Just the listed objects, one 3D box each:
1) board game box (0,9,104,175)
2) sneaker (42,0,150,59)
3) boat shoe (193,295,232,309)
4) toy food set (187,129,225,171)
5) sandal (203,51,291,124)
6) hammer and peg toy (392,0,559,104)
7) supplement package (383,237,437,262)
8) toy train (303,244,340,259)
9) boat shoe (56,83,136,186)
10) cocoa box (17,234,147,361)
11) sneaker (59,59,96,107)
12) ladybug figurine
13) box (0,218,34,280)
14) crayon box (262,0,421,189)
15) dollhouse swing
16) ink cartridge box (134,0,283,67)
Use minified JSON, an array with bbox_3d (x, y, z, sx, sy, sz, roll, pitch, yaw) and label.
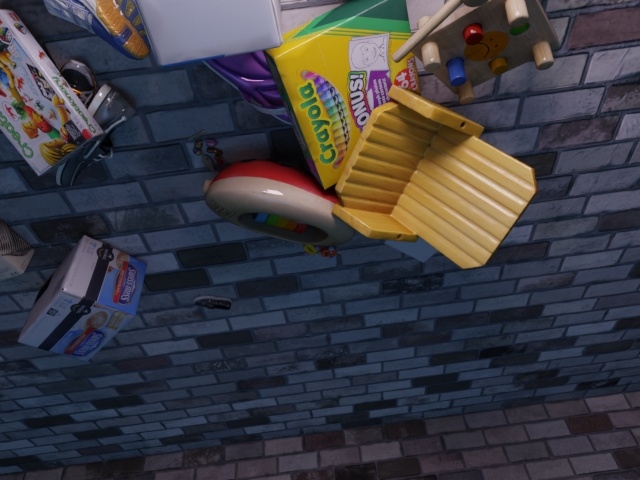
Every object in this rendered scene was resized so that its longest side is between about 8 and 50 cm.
[{"bbox_3d":[-0.667,-0.325,1.023,0.192,0.053,0.305,-27,107,19],"label":"board game box"},{"bbox_3d":[-0.495,-0.498,0.941,0.130,0.112,0.296,-15,135,32],"label":"sneaker"},{"bbox_3d":[-0.405,0.237,1.690,0.141,0.040,0.049,3,134,-10],"label":"boat shoe"},{"bbox_3d":[-0.309,-0.244,1.248,0.077,0.019,0.122,-24,132,16],"label":"toy food set"},{"bbox_3d":[-0.113,-0.373,1.090,0.415,0.102,0.169,21,128,-25],"label":"sandal"},{"bbox_3d":[0.321,-0.444,0.956,0.265,0.128,0.361,-18,159,38],"label":"hammer and peg toy"},{"bbox_3d":[0.330,-0.108,1.351,0.175,0.178,0.293,24,126,-27],"label":"supplement package"},{"bbox_3d":[0.000,0.000,1.510,0.125,0.046,0.166,-9,137,0],"label":"toy train"},{"bbox_3d":[-0.578,-0.244,1.151,0.099,0.116,0.319,28,119,-28],"label":"boat shoe"},{"bbox_3d":[-0.770,0.200,1.474,0.227,0.232,0.347,32,123,-33],"label":"cocoa box"},{"bbox_3d":[-0.604,-0.330,1.086,0.084,0.083,0.215,19,127,-22],"label":"sneaker"},{"bbox_3d":[-0.105,-0.109,1.268,0.448,0.162,0.305,17,162,-24],"label":"ladybug figurine"},{"bbox_3d":[-0.996,-0.011,1.328,0.094,0.113,0.275,-16,135,7],"label":"box"},{"bbox_3d":[0.074,-0.347,1.069,0.312,0.106,0.363,-31,134,-7],"label":"crayon box"},{"bbox_3d":[0.271,-0.119,1.082,0.314,0.305,0.347,5,123,-40],"label":"dollhouse swing"},{"bbox_3d":[-0.193,-0.463,0.851,0.222,0.308,0.129,-10,132,3],"label":"ink cartridge box"}]
